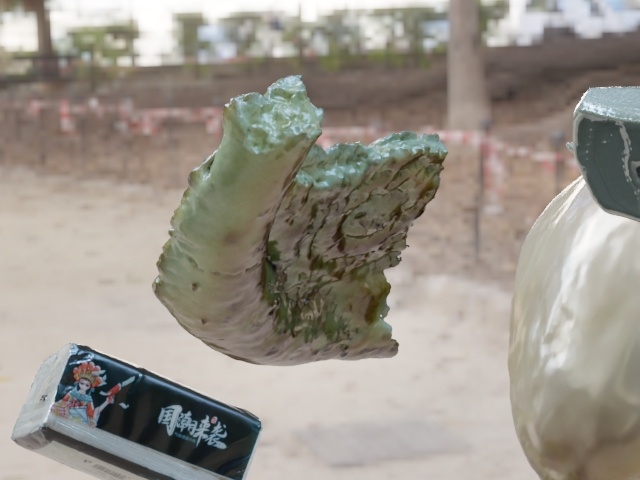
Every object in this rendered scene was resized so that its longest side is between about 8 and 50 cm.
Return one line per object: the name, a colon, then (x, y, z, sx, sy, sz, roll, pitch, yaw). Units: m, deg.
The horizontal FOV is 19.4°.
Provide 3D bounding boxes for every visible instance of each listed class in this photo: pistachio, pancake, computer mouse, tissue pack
pistachio: (0.250, 0.068, 1.430, 0.230, 0.308, 0.230, 17, -19, 6)
pancake: (0.002, 0.005, 1.145, 0.197, 0.054, 0.376, -39, -22, 0)
computer mouse: (0.208, -0.047, 1.111, 0.056, 0.089, 0.182, -18, 18, -22)
tissue pack: (-0.145, 0.150, 1.483, 0.170, 0.090, 0.103, 26, -20, -18)
